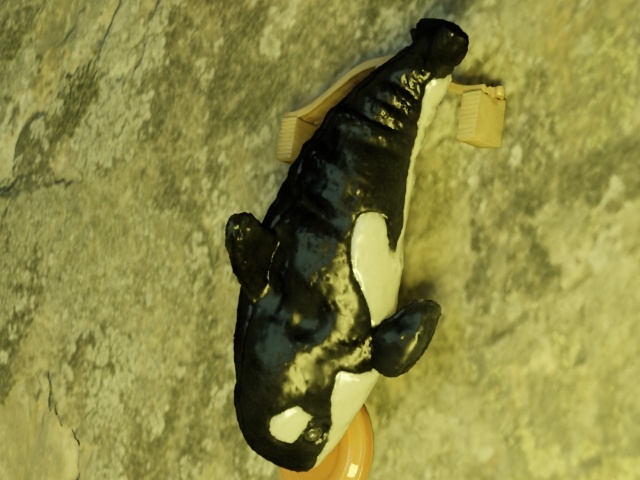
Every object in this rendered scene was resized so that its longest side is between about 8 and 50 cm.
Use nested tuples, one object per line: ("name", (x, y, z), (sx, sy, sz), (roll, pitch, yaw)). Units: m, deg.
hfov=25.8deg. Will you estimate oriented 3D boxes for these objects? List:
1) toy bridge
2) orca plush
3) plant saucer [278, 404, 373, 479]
("toy bridge", (0.045, -0.084, 0.885), (0.188, 0.026, 0.063), (-3, 75, 48))
("orca plush", (0.000, 0.000, 0.814), (0.151, 0.102, 0.287), (49, 118, 42))
("plant saucer", (0.000, 0.131, 0.876), (0.083, 0.013, 0.083), (-20, 62, 45))
